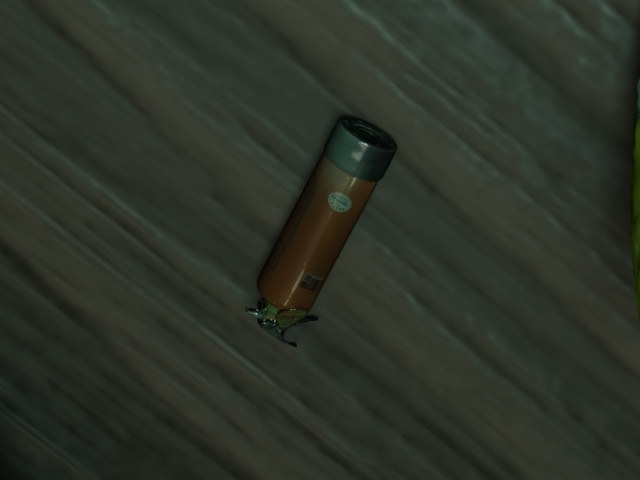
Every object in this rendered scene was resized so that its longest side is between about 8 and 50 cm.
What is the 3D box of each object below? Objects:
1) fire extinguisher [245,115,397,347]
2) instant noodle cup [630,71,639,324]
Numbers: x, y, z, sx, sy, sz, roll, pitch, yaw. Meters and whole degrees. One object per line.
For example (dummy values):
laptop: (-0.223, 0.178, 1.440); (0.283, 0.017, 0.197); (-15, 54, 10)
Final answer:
fire extinguisher: (0.000, 0.000, 0.600); (0.028, 0.022, 0.083); (14, 114, -31)
instant noodle cup: (0.209, -0.061, 0.440); (0.200, 0.264, 0.264); (11, 111, -5)
